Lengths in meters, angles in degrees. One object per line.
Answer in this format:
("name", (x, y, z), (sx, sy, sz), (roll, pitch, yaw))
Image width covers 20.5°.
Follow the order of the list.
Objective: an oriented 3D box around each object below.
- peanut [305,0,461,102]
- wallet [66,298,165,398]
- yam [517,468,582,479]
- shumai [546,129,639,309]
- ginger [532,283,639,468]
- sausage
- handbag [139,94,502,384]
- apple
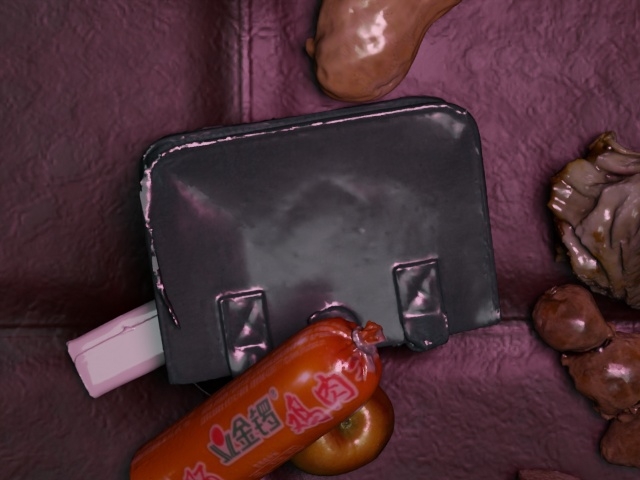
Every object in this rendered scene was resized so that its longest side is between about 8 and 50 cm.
("peanut", (0.082, -0.243, 1.646), (0.117, 0.101, 0.263), (41, 90, -16))
("wallet", (-0.176, 0.098, 1.688), (0.122, 0.025, 0.061), (-26, 89, -2))
("yam", (0.219, 0.291, 1.700), (0.084, 0.084, 0.127), (8, 96, -4))
("shumai", (0.301, -0.031, 1.682), (0.184, 0.184, 0.142), (-37, 63, -1))
("ginger", (0.280, 0.127, 1.693), (0.104, 0.080, 0.204), (-33, 97, 4))
("sausage", (-0.048, 0.157, 1.583), (0.093, 0.093, 0.312), (49, 127, -5))
("handbag", (0.000, -0.001, 1.650), (0.326, 0.089, 0.238), (-10, 98, -9))
("apple", (0.013, 0.173, 1.666), (0.114, 0.102, 0.099), (7, 93, -9))
